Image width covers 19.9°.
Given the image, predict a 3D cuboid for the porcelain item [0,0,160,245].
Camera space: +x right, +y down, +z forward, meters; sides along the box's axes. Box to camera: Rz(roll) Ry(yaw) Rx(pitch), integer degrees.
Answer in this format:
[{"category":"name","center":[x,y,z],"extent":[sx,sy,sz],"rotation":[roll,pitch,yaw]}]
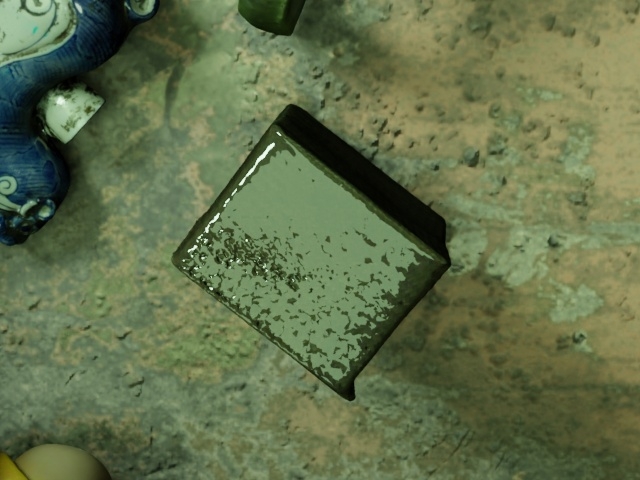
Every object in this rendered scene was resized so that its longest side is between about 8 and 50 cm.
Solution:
[{"category":"porcelain item","center":[-0.257,-0.137,1.578],"extent":[0.186,0.138,0.288],"rotation":[38,102,-12]}]

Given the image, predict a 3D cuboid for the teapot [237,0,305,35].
[{"category":"teapot","center":[-0.003,-0.346,1.465],"extent":[0.321,0.239,0.239],"rotation":[-41,93,11]}]

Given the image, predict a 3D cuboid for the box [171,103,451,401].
[{"category":"box","center":[-0.002,0.002,1.510],"extent":[0.184,0.273,0.143],"rotation":[39,97,-4]}]

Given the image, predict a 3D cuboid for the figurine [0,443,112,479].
[{"category":"figurine","center":[-0.330,0.315,1.598],"extent":[0.387,0.268,0.401],"rotation":[21,91,15]}]
